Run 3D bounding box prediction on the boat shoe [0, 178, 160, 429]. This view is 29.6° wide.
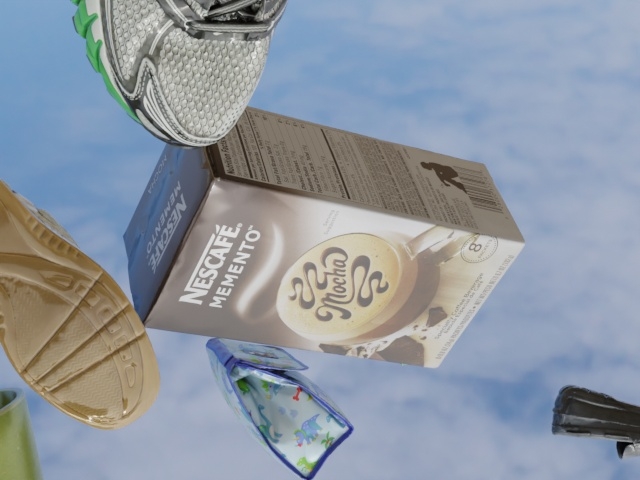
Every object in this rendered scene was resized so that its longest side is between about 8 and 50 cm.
[{"bbox_3d":[-0.221,0.023,0.914,0.098,0.277,0.096,-38,-159,-6],"label":"boat shoe"}]

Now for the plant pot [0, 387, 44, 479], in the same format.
[{"bbox_3d":[-0.310,0.301,0.934,0.274,0.294,0.275,-19,-175,2],"label":"plant pot"}]

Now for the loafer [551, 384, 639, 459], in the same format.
[{"bbox_3d":[0.419,0.257,1.623,0.223,0.078,0.076,16,-179,4],"label":"loafer"}]

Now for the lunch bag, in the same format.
[{"bbox_3d":[-0.054,0.164,1.283,0.096,0.151,0.129,-50,-163,-6],"label":"lunch bag"}]

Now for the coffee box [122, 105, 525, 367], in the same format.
[{"bbox_3d":[0.000,0.000,1.045,0.297,0.168,0.119,10,-142,-27],"label":"coffee box"}]

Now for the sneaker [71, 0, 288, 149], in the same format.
[{"bbox_3d":[-0.048,-0.196,0.680,0.134,0.344,0.146,-13,-137,-36],"label":"sneaker"}]
